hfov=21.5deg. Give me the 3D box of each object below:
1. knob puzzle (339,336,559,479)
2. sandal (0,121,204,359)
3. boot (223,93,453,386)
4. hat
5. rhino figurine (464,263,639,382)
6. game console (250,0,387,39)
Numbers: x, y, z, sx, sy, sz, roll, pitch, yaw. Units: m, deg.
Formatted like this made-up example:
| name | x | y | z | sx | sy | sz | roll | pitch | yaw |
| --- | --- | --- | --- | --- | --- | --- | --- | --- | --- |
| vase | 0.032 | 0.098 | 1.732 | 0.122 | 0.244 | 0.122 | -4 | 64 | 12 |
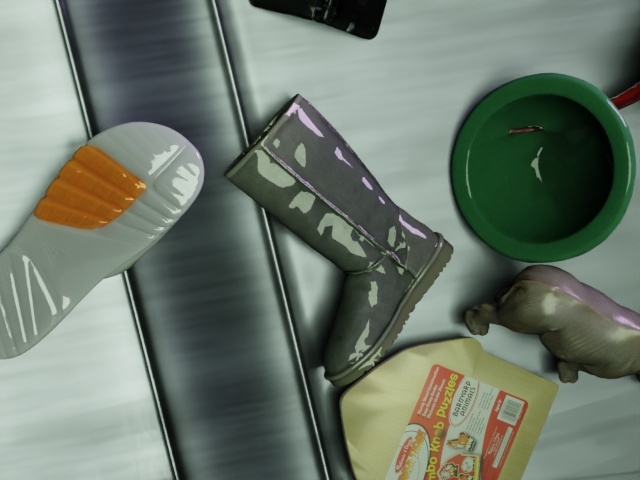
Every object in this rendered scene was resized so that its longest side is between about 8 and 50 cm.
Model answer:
| name | x | y | z | sx | sy | sz | roll | pitch | yaw |
| --- | --- | --- | --- | --- | --- | --- | --- | --- | --- |
| knob puzzle | 0.104 | 0.179 | 1.577 | 0.213 | 0.030 | 0.213 | -1 | 96 | -14 |
| sandal | -0.208 | -0.005 | 1.468 | 0.265 | 0.076 | 0.102 | -42 | 89 | 14 |
| boot | -0.002 | 0.001 | 1.513 | 0.208 | 0.076 | 0.189 | 41 | 70 | -20 |
| hat | 0.254 | -0.076 | 1.594 | 0.208 | 0.183 | 0.173 | -16 | 87 | 31 |
| rhino figurine | 0.263 | 0.094 | 1.561 | 0.243 | 0.106 | 0.073 | 26 | 62 | -16 |
| game console | 0.009 | -0.255 | 1.526 | 0.107 | 0.071 | 0.122 | 14 | 92 | -45 |
